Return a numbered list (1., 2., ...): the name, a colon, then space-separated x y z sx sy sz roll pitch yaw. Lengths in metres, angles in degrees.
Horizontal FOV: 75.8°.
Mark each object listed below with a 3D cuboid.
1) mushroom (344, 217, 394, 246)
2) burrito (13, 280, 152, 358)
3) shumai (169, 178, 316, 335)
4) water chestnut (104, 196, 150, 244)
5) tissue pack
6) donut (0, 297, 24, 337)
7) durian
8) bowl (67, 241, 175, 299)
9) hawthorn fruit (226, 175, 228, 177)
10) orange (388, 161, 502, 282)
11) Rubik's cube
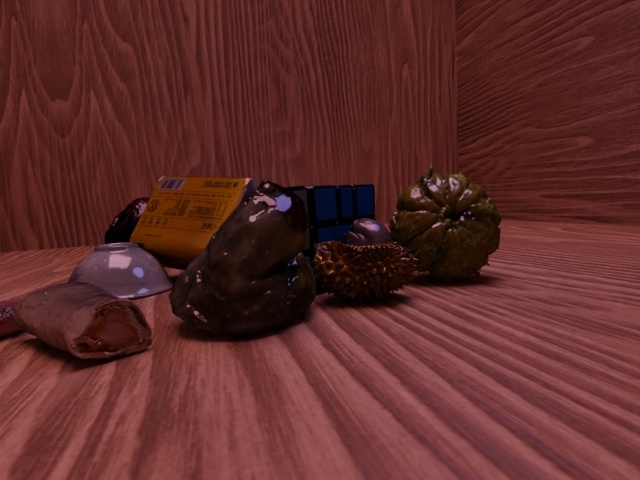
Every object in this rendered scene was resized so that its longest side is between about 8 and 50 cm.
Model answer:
1. mushroom: 0.138 0.033 1.102 0.117 0.189 0.141 2 -6 29
2. burrito: -0.440 0.142 0.758 0.299 0.105 0.143 4 13 40
3. shumai: -0.148 0.012 0.830 0.303 0.264 0.309 5 23 -5
4. water chestnut: -0.811 -0.019 1.908 0.302 0.351 0.350 40 -14 -23
5. tissue pack: -0.374 -0.049 1.349 0.381 0.294 0.228 5 -26 27
6. donut: -0.658 0.163 0.844 0.116 0.065 0.166 -4 7 9
7. durian: 0.103 0.080 0.959 0.249 0.183 0.138 -4 37 13
8. bowl: -0.603 0.083 1.228 0.312 0.147 0.313 -4 7 0
9. hawthorn fruit: -0.460 -0.128 2.081 0.401 0.404 0.403 -3 6 0
10. orange: 0.350 -0.040 1.148 0.300 0.301 0.223 21 -3 12
11. Rubik's cube: -0.023 -0.018 1.217 0.288 0.284 0.293 -10 5 -43
